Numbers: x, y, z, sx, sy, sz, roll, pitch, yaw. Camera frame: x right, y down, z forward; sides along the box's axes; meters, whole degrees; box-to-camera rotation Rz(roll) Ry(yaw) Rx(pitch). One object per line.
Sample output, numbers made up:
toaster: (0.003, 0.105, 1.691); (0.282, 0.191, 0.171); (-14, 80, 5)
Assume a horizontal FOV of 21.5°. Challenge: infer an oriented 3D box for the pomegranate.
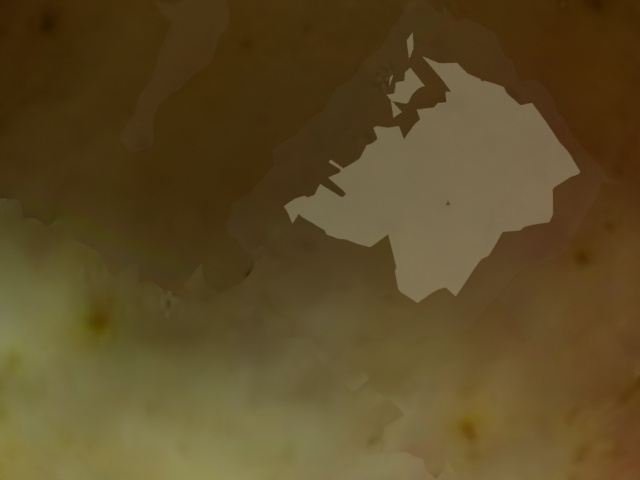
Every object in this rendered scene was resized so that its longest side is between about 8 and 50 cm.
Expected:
pomegranate: (0.000, 0.000, 0.546); (0.411, 0.411, 0.411); (2, 85, -24)
